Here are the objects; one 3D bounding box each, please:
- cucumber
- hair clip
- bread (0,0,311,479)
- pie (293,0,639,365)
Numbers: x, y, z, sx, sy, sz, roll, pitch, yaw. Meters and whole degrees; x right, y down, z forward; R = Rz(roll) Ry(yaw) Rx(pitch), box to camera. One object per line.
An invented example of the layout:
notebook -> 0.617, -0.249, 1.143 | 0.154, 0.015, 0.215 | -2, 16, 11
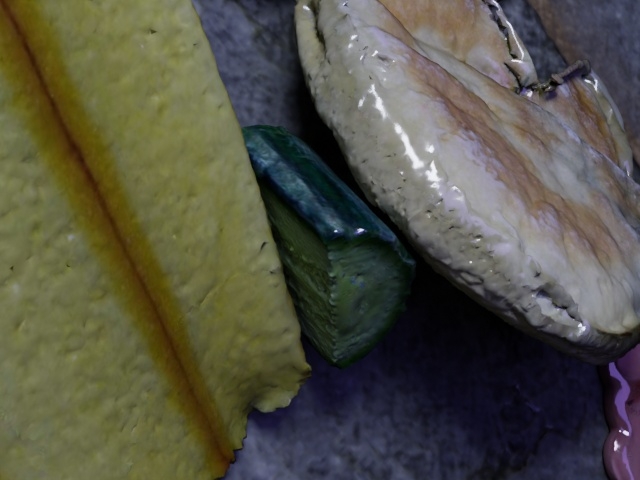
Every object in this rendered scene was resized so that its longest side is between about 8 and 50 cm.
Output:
cucumber -> 0.000, 0.000, 0.662 | 0.062, 0.116, 0.115 | -25, 48, -18
hair clip -> 0.277, 0.127, 0.847 | 0.138, 0.102, 0.123 | 7, 75, -60
bread -> -0.123, -0.015, 0.550 | 0.233, 0.245, 0.362 | -43, 96, -29
pie -> 0.116, -0.063, 0.728 | 0.337, 0.075, 0.338 | 27, 43, -29
